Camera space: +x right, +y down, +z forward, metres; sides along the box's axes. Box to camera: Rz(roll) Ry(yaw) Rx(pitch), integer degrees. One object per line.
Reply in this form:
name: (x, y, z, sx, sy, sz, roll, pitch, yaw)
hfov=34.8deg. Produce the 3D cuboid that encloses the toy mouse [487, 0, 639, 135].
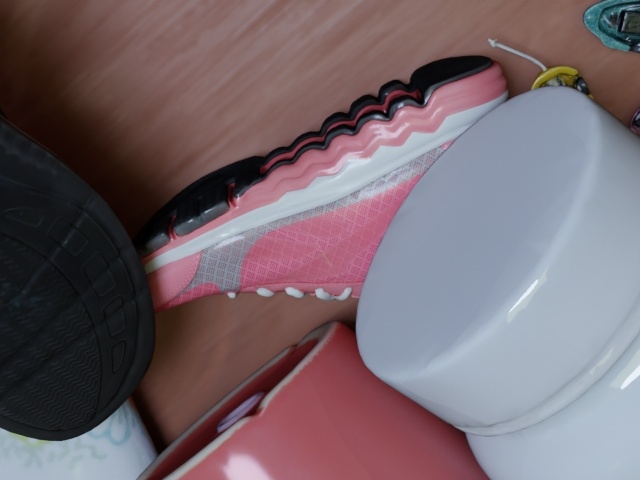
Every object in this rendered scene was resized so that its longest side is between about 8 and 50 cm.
toy mouse: (0.214, -0.111, 0.686, 0.143, 0.031, 0.161, -34, 102, 12)

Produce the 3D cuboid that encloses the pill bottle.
pill bottle: (0.228, 0.096, 0.613, 0.392, 0.224, 0.224, 35, 106, -19)

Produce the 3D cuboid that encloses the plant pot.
plant pot: (0.015, 0.206, 0.689, 0.275, 0.275, 0.243, -39, 91, 13)

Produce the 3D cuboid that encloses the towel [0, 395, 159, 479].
towel: (-0.287, 0.243, 0.794, 0.374, 0.090, 0.320, -20, 108, 9)

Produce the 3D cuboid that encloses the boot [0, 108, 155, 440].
boot: (-0.271, -0.054, 0.623, 0.138, 0.284, 0.377, -46, 136, -12)

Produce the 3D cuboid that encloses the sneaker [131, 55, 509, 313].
sneaker: (0.000, 0.000, 0.689, 0.314, 0.116, 0.136, -26, 105, 10)
